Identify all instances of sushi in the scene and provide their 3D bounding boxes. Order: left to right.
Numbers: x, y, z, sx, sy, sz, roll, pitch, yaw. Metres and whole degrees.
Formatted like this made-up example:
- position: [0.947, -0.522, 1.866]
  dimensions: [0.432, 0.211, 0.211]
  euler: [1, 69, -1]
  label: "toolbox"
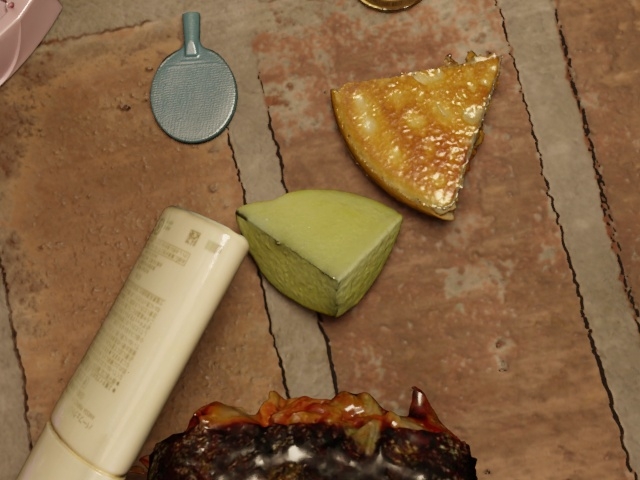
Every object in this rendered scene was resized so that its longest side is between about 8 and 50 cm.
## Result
- position: [-0.023, 0.257, 0.885]
  dimensions: [0.343, 0.196, 0.182]
  euler: [3, 38, 0]
  label: "sushi"

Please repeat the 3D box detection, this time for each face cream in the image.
- position: [-0.196, 0.133, 0.931]
  dimensions: [0.081, 0.173, 0.348]
  euler: [31, 82, -28]
  label: "face cream"

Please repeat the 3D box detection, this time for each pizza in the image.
- position: [0.128, -0.125, 0.996]
  dimensions: [0.193, 0.053, 0.201]
  euler: [-32, 69, 0]
  label: "pizza"

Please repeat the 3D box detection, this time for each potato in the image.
- position: [0.000, 0.000, 0.992]
  dimensions: [0.149, 0.081, 0.120]
  euler: [34, 54, 25]
  label: "potato"

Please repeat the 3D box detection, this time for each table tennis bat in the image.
- position: [-0.146, -0.186, 1.047]
  dimensions: [0.100, 0.019, 0.155]
  euler: [-5, 82, 4]
  label: "table tennis bat"

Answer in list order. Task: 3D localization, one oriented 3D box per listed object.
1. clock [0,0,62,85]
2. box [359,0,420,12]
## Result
- position: [-0.491, -0.257, 1.053]
  dimensions: [0.275, 0.080, 0.290]
  euler: [42, 85, 10]
  label: "clock"
- position: [0.080, -0.314, 1.040]
  dimensions: [0.105, 0.037, 0.105]
  euler: [-1, 80, 4]
  label: "box"
